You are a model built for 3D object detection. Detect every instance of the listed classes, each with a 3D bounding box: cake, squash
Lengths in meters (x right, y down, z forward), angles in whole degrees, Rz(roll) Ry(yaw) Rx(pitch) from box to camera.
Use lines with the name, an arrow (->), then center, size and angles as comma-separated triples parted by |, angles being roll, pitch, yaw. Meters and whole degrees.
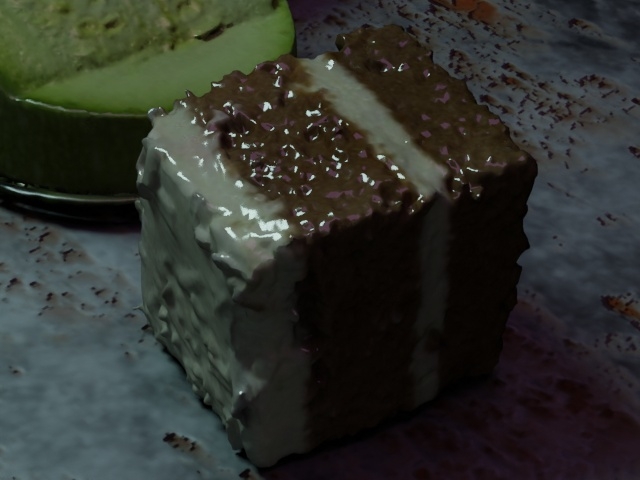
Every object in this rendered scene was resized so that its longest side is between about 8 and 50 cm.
cake -> 0.000, 0.000, 0.759 | 0.147, 0.135, 0.134 | -18, 43, -21
squash -> -0.106, -0.116, 0.909 | 0.220, 0.133, 0.220 | 8, 39, -6
